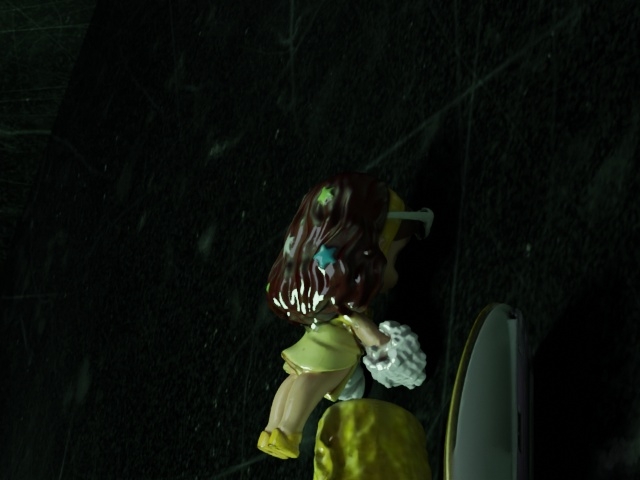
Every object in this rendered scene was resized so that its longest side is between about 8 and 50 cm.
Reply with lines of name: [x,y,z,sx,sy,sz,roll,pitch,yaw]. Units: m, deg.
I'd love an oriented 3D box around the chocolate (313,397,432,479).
chocolate: [0.027,0.298,1.335,0.162,0.162,0.445,124,154,-44]

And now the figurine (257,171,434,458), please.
figurine: [0.013,0.063,1.612,0.175,0.116,0.240,163,119,-68]

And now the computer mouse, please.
computer mouse: [0.111,0.161,1.304,0.126,0.056,0.245,66,-155,-60]
